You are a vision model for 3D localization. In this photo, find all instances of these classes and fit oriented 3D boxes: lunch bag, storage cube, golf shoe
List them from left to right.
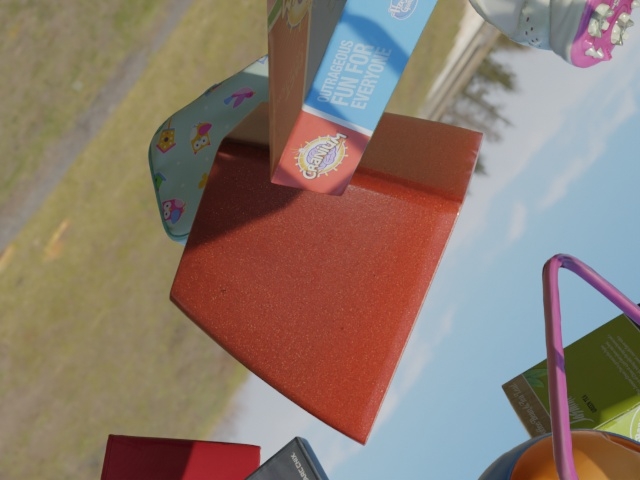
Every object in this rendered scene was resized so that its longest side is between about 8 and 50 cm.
[{"bbox_3d":[-0.173,0.365,1.685,0.184,0.193,0.215,91,3,-54],"label":"storage cube"},{"bbox_3d":[-0.089,-0.102,1.777,0.279,0.224,0.108,-31,145,18],"label":"lunch bag"},{"bbox_3d":[0.210,-0.294,1.068,0.115,0.140,0.306,21,90,-59],"label":"golf shoe"}]

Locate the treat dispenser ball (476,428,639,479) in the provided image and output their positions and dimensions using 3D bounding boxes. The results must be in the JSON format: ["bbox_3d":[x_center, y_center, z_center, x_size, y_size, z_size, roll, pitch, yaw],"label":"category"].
[{"bbox_3d":[0.286,0.348,1.475,0.288,0.288,0.288,-56,-179,1],"label":"treat dispenser ball"}]

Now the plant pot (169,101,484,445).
[{"bbox_3d":[0.000,0.000,1.373,0.267,0.235,0.267,-59,169,-69],"label":"plant pot"}]

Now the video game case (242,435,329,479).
[{"bbox_3d":[-0.077,0.352,1.342,0.274,0.196,0.026,-40,145,13],"label":"video game case"}]

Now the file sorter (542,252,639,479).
[{"bbox_3d":[0.257,0.027,0.571,0.290,0.182,0.202,-41,-155,29],"label":"file sorter"}]

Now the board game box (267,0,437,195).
[{"bbox_3d":[0.019,-0.234,1.109,0.242,0.064,0.317,116,-22,-47],"label":"board game box"}]

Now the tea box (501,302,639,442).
[{"bbox_3d":[0.480,0.285,1.870,0.323,0.329,0.220,-32,-158,4],"label":"tea box"}]
